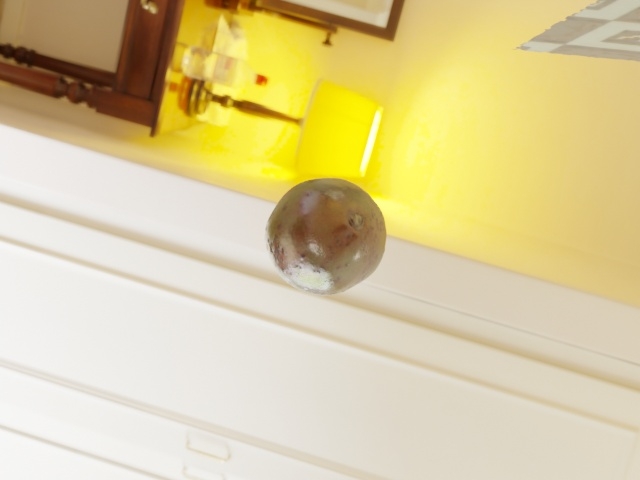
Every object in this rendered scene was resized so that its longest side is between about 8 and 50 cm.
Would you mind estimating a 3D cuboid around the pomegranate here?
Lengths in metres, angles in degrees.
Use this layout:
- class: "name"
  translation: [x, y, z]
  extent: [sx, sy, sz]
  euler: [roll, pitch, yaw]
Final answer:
- class: "pomegranate"
  translation: [0.005, 0.000, 0.759]
  extent: [0.130, 0.130, 0.130]
  euler: [16, 90, -86]

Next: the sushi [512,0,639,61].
- class: "sushi"
  translation: [0.307, -0.073, 0.328]
  extent: [0.359, 0.343, 0.064]
  euler: [-146, -120, -83]
